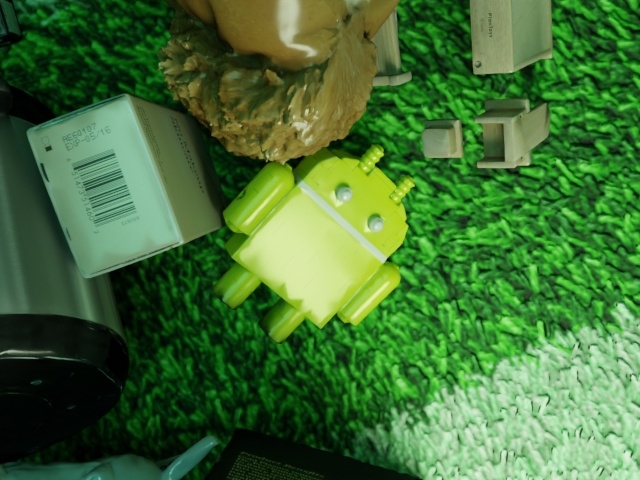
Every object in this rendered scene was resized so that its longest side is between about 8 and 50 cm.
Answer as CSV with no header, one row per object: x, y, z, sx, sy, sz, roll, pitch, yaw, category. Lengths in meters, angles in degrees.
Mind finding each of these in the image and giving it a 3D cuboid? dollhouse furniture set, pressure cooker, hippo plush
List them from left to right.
-0.429,0.020,0.872,0.370,0.375,0.420,-22,66,4,pressure cooker
-0.276,0.387,0.938,0.294,0.234,0.236,-1,66,-23,hippo plush
0.097,-0.251,1.007,0.356,0.174,0.303,3,110,31,dollhouse furniture set

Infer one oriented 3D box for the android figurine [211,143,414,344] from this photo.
0.000,0.000,0.988,0.273,0.056,0.248,-45,119,3,android figurine

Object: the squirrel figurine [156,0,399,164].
-0.110,-0.272,0.862,0.371,0.281,0.396,13,113,35,squirrel figurine

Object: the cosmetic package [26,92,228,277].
-0.198,-0.064,0.902,0.113,0.309,0.160,-20,95,5,cosmetic package

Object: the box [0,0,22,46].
-0.521,-0.315,1.024,0.220,0.051,0.175,-16,94,4,box

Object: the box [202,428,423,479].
-0.047,0.498,0.830,0.298,0.472,0.479,16,86,3,box
